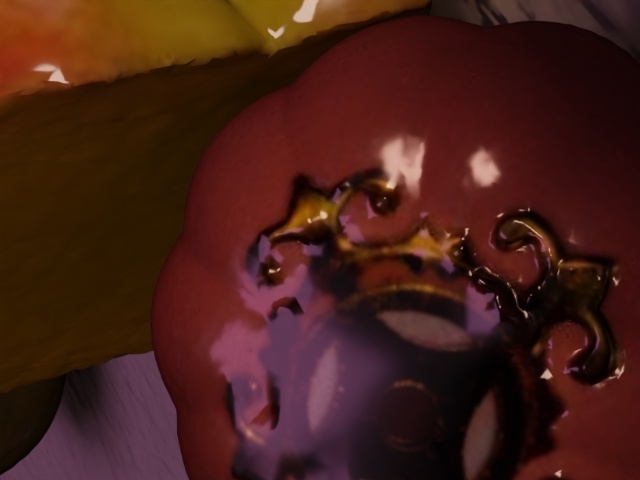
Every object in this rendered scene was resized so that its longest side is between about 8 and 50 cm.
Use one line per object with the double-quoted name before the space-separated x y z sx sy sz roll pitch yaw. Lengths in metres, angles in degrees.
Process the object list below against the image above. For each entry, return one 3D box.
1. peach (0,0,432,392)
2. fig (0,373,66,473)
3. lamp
"peach" -0.135 -0.098 0.590 0.380 0.242 0.306 127 132 -64
"fig" -0.289 0.034 1.003 0.233 0.233 0.314 38 144 50
"lamp" 0.043 0.026 0.431 0.182 0.140 0.182 3 99 18
